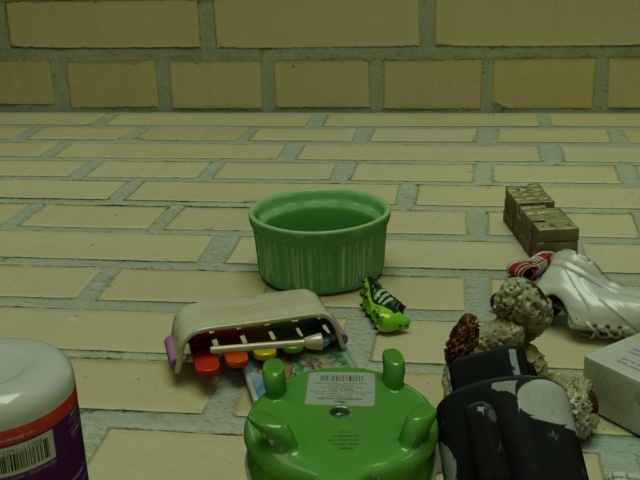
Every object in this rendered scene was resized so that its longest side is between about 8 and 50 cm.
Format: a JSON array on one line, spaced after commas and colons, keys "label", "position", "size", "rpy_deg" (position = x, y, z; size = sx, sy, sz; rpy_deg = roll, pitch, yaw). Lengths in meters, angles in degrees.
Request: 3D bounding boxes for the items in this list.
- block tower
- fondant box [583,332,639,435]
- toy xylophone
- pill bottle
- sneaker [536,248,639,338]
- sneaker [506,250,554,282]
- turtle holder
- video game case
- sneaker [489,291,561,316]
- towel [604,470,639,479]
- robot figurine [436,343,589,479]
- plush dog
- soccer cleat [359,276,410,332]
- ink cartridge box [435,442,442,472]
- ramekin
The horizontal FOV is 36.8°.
[{"label": "block tower", "position": [0.500, -0.041, 2.215], "size": [0.097, 0.091, 0.335], "rpy_deg": [-2, 20, -1]}, {"label": "fondant box", "position": [0.610, 0.216, 1.501], "size": [0.330, 0.096, 0.238], "rpy_deg": [-16, 25, -30]}, {"label": "toy xylophone", "position": [-0.112, 0.164, 1.661], "size": [0.323, 0.081, 0.236], "rpy_deg": [-4, 20, -5]}, {"label": "pill bottle", "position": [-0.351, 0.284, 1.077], "size": [0.181, 0.323, 0.181], "rpy_deg": [-2, 20, 1]}, {"label": "sneaker", "position": [0.523, 0.134, 1.745], "size": [0.297, 0.111, 0.129], "rpy_deg": [28, 69, 34]}, {"label": "sneaker", "position": [0.458, 0.056, 2.023], "size": [0.118, 0.042, 0.067], "rpy_deg": [-16, 19, -15]}, {"label": "turtle holder", "position": [0.039, 0.291, 1.161], "size": [0.243, 0.227, 0.320], "rpy_deg": [-11, 23, -25]}, {"label": "video game case", "position": [-0.036, 0.219, 1.656], "size": [0.193, 0.023, 0.212], "rpy_deg": [-6, 21, -11]}, {"label": "sneaker", "position": [0.400, 0.115, 1.861], "size": [0.135, 0.052, 0.058], "rpy_deg": [9, 16, 22]}, {"label": "towel", "position": [0.453, 0.378, 1.050], "size": [0.284, 0.121, 0.235], "rpy_deg": [3, 22, 8]}, {"label": "robot figurine", "position": [0.229, 0.272, 1.166], "size": [0.209, 0.173, 0.278], "rpy_deg": [11, 55, -26]}, {"label": "plush dog", "position": [0.258, 0.210, 1.429], "size": [0.210, 0.262, 0.225], "rpy_deg": [-29, -8, 35]}, {"label": "soccer cleat", "position": [0.122, 0.126, 1.860], "size": [0.072, 0.060, 0.179], "rpy_deg": [3, 25, -14]}, {"label": "ink cartridge box", "position": [0.119, 0.282, 1.413], "size": [0.109, 0.063, 0.150], "rpy_deg": [-11, 22, -23]}, {"label": "ramekin", "position": [0.000, 0.000, 2.068], "size": [0.303, 0.148, 0.303], "rpy_deg": [-2, 20, 1]}]
